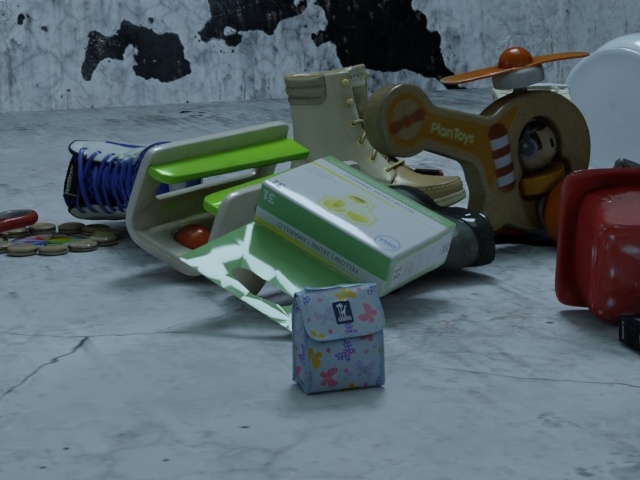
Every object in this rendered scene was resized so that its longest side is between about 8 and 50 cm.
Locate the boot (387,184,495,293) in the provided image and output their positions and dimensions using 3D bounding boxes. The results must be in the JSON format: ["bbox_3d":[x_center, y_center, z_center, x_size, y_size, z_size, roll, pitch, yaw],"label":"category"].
[{"bbox_3d":[0.063,-0.002,1.611,0.161,0.083,0.246,-15,15,-31],"label":"boot"}]

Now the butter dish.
[{"bbox_3d":[0.305,0.022,1.339,0.160,0.160,0.118,-1,34,2],"label":"butter dish"}]

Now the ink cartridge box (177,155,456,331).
[{"bbox_3d":[0.000,0.000,1.425,0.171,0.056,0.235,31,32,26],"label":"ink cartridge box"}]

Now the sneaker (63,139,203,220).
[{"bbox_3d":[-0.242,-0.064,1.837,0.182,0.127,0.315,1,4,-3],"label":"sneaker"}]

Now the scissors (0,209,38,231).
[{"bbox_3d":[-0.436,-0.003,1.764,0.109,0.021,0.297,0,13,9],"label":"scissors"}]

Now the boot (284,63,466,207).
[{"bbox_3d":[0.070,-0.139,1.976,0.262,0.203,0.095,3,12,29],"label":"boot"}]

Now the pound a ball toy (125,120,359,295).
[{"bbox_3d":[-0.071,-0.018,1.642,0.208,0.136,0.319,31,27,24],"label":"pound a ball toy"}]

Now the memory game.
[{"bbox_3d":[-0.344,-0.004,1.825,0.186,0.012,0.186,-1,11,0],"label":"memory game"}]

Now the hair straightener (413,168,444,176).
[{"bbox_3d":[0.102,-0.093,2.149,0.089,0.047,0.230,-5,11,-19],"label":"hair straightener"}]

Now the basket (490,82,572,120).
[{"bbox_3d":[0.300,-0.130,2.031,0.113,0.167,0.103,-1,17,1],"label":"basket"}]

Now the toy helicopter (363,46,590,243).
[{"bbox_3d":[0.195,-0.131,1.682,0.355,0.235,0.140,11,1,-40],"label":"toy helicopter"}]

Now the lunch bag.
[{"bbox_3d":[0.014,0.077,1.169,0.071,0.083,0.053,-4,11,-18],"label":"lunch bag"}]

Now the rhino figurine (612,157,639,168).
[{"bbox_3d":[0.479,-0.084,1.926,0.243,0.106,0.073,-8,41,-14],"label":"rhino figurine"}]

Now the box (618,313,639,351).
[{"bbox_3d":[0.341,0.089,1.226,0.116,0.029,0.162,-3,12,-15],"label":"box"}]

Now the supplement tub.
[{"bbox_3d":[0.539,-0.218,2.282,0.228,0.228,0.316,7,13,38],"label":"supplement tub"}]
